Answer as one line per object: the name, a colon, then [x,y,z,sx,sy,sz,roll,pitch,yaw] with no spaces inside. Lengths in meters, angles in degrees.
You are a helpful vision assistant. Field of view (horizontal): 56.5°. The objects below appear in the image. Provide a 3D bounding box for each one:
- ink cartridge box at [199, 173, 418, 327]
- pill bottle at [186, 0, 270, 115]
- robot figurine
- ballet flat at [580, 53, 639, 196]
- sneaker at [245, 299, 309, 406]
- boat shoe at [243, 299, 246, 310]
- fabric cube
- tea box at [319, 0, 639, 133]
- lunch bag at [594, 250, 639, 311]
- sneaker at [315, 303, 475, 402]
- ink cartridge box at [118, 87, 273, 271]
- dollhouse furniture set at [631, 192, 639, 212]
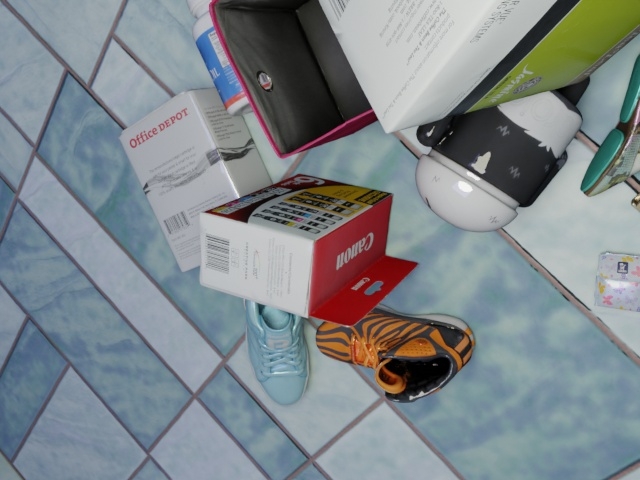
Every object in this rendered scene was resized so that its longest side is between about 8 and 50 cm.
ink cartridge box: [0.000,0.000,0.999,0.271,0.309,0.130,14,113,24]
pill bottle: [-0.156,-0.349,1.077,0.124,0.124,0.222,-22,94,33]
robot figurine: [0.258,-0.146,0.866,0.209,0.173,0.278,34,102,9]
ballet flat: [0.449,-0.154,0.841,0.079,0.077,0.222,16,115,3]
sneaker: [-0.094,0.187,1.191,0.135,0.150,0.366,-8,105,0]
boat shoe: [-0.129,0.159,1.283,0.043,0.049,0.137,-5,107,29]
fabric cube: [0.041,-0.304,0.902,0.259,0.258,0.254,-22,96,33]
tea box: [0.214,-0.308,0.587,0.220,0.323,0.329,66,153,13]
lunch bag: [0.461,0.062,0.915,0.071,0.053,0.083,8,102,26]
sneaker: [0.105,0.201,1.086,0.321,0.180,0.125,-6,104,31]
ink cartridge box: [-0.232,-0.121,1.195,0.223,0.129,0.308,-20,96,33]
dollhouse furniture set: [0.500,-0.051,0.774,0.101,0.182,0.161,43,122,10]
